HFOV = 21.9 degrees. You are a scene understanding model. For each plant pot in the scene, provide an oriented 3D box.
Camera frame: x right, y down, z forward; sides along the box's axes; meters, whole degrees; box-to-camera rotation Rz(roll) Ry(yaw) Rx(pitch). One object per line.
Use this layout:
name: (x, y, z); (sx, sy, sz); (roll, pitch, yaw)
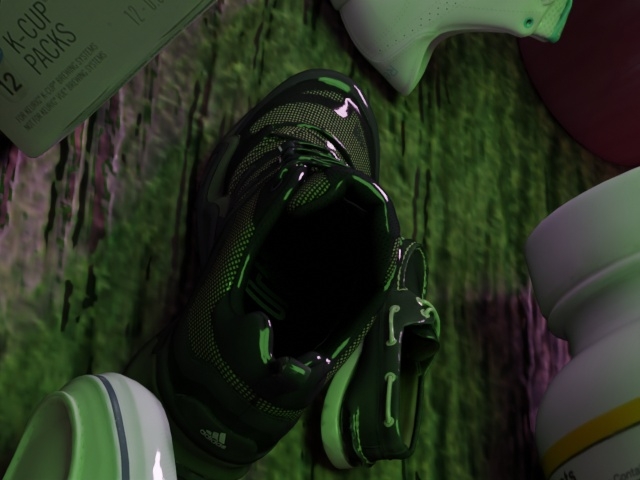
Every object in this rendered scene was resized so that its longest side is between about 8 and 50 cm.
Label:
plant pot: (0.219, -0.137, 0.932); (0.201, 0.180, 0.201); (25, 49, -32)

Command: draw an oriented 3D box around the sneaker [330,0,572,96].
sneaker: (0.111, -0.150, 0.837); (0.094, 0.212, 0.080); (61, 9, -1)

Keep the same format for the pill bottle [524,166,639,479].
pill bottle: (0.207, 0.133, 0.737); (0.188, 0.188, 0.334); (4, 62, -43)

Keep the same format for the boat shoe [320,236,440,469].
boat shoe: (0.034, 0.047, 0.730); (0.046, 0.038, 0.125); (64, 33, -35)

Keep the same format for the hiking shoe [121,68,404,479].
hiking shoe: (0.000, 0.000, 0.678); (0.086, 0.114, 0.227); (39, 43, -21)

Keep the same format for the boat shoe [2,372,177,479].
boat shoe: (-0.103, 0.131, 0.514); (0.076, 0.083, 0.226); (30, 47, -29)

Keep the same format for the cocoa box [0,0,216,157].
cocoa box: (-0.060, -0.250, 0.693); (0.228, 0.231, 0.347); (46, 41, -10)
